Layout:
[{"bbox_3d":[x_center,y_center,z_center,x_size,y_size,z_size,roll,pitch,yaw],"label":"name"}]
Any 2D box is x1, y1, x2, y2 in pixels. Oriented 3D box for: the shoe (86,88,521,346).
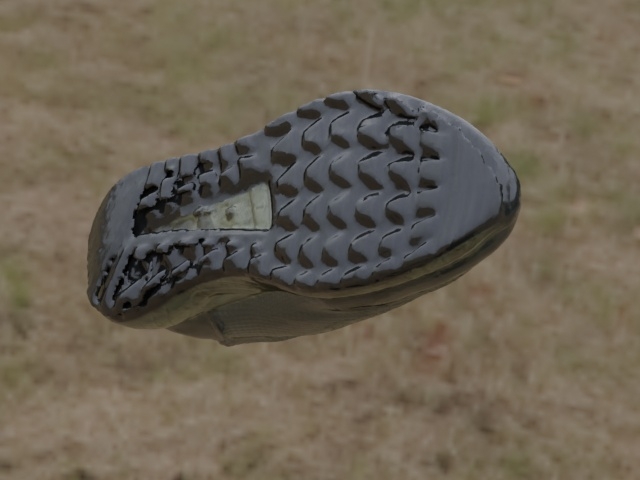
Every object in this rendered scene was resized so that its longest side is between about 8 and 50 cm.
[{"bbox_3d":[0.001,0.000,0.613,0.194,0.074,0.077,-11,-28,42],"label":"shoe"}]
